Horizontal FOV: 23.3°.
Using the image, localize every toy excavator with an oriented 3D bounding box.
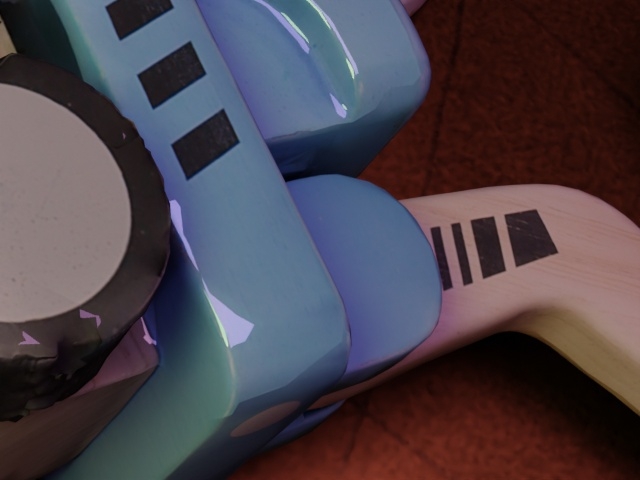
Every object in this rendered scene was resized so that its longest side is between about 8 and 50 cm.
[{"bbox_3d":[0.000,0.000,0.628,0.445,0.222,0.433,-17,72,-33],"label":"toy excavator"}]

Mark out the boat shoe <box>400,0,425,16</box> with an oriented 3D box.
[{"bbox_3d":[0.049,-0.250,0.812,0.108,0.102,0.301,21,60,-7],"label":"boat shoe"}]
